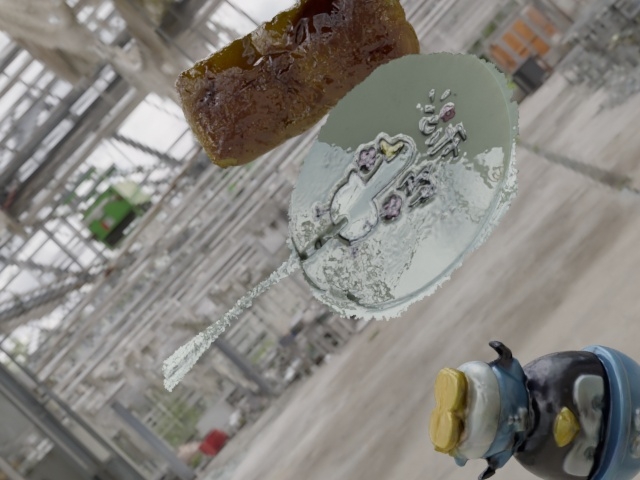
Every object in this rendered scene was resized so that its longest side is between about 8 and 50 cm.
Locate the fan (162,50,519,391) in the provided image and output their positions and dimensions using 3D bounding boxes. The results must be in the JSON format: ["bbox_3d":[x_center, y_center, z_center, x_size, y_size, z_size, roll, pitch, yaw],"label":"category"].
[{"bbox_3d":[0.001,0.000,0.876,0.414,0.012,0.233,-39,45,25],"label":"fan"}]

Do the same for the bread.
[{"bbox_3d":[-0.029,-0.193,1.153,0.271,0.139,0.077,-27,9,12],"label":"bread"}]

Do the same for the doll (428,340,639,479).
[{"bbox_3d":[0.280,0.208,1.221,0.141,0.314,0.177,-167,84,-69],"label":"doll"}]
